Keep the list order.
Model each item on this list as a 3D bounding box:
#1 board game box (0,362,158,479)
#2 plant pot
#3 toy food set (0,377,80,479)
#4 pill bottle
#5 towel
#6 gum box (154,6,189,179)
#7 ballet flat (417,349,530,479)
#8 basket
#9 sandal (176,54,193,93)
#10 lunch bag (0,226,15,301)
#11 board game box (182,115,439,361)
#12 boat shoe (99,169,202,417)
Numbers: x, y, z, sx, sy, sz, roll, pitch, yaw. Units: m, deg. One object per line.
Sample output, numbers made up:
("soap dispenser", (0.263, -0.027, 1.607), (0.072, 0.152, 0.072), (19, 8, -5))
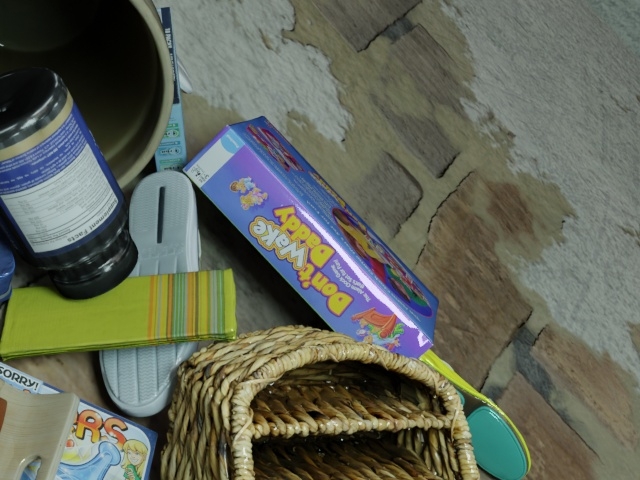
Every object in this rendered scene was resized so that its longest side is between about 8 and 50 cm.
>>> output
("board game box", (-0.263, 0.210, 1.076), (0.201, 0.035, 0.136), (29, 42, -22))
("plant pot", (-0.326, -0.226, 1.209), (0.323, 0.323, 0.280), (25, 26, -25))
("toy food set", (-0.343, 0.135, 0.913), (0.306, 0.092, 0.219), (46, 35, -31))
("pill bottle", (-0.266, -0.050, 1.100), (0.123, 0.123, 0.219), (-76, 152, -46))
("towel", (-0.204, 0.075, 1.143), (0.237, 0.021, 0.102), (-5, 38, -1))
("gum box", (-0.188, -0.160, 1.348), (0.041, 0.184, 0.157), (-7, 56, -6))
("ballet flat", (0.191, 0.218, 1.466), (0.231, 0.077, 0.077), (42, 22, -4))
("basket", (0.020, 0.211, 1.122), (0.299, 0.223, 0.213), (7, 99, -35))
("sandal", (-0.278, -0.264, 1.427), (0.265, 0.076, 0.102), (38, 15, -30))
("lunch bag", (-0.353, 0.017, 1.134), (0.067, 0.065, 0.098), (-8, 61, -24))
("board game box", (0.000, 0.000, 1.387), (0.347, 0.078, 0.233), (47, 12, -1))
("boat shoe", (-0.170, 0.063, 1.237), (0.094, 0.109, 0.302), (69, 21, -54))
